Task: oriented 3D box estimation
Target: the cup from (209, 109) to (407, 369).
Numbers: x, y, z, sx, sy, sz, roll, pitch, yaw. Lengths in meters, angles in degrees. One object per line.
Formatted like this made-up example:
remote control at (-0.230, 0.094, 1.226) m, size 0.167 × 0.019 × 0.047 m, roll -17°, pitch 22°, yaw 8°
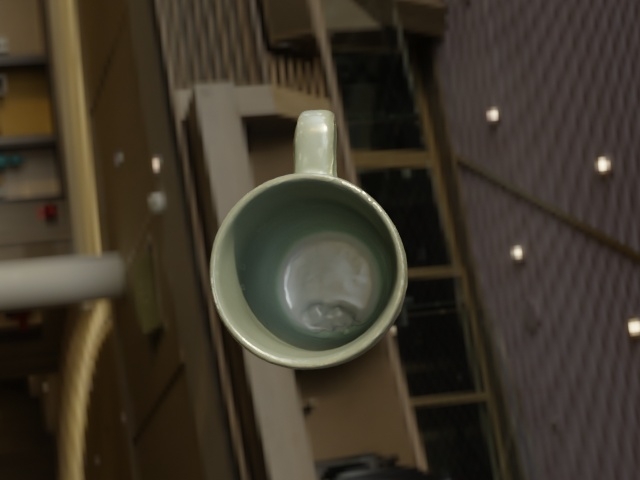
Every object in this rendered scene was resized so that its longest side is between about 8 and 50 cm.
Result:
cup at (0.000, 0.000, 1.410) m, size 0.234 × 0.187 × 0.257 m, roll 27°, pitch 65°, yaw -83°
